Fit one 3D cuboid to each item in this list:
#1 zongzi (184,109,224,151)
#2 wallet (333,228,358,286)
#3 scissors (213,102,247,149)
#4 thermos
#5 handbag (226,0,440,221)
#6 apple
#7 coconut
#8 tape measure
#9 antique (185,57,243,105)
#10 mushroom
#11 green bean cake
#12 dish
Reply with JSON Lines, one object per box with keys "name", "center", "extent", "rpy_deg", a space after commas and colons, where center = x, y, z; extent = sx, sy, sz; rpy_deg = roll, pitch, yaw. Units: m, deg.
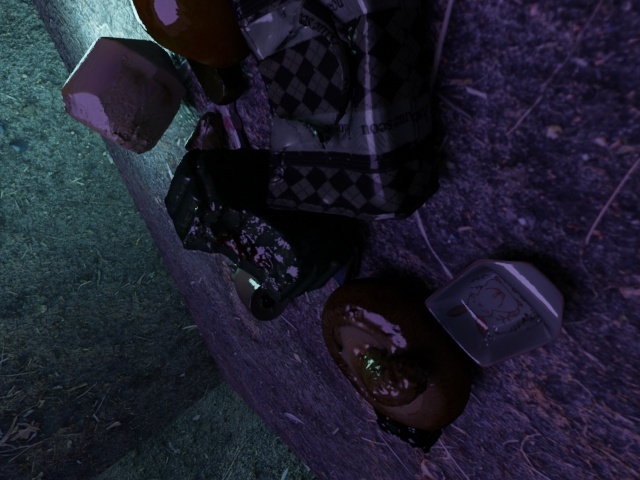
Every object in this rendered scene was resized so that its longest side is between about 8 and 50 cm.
{"name": "zongzi", "center": [-0.288, -0.276, 1.169], "extent": [0.178, 0.081, 0.189], "rpy_deg": [41, 139, -14]}
{"name": "wallet", "center": [0.000, 0.000, 0.973], "extent": [0.231, 0.069, 0.170], "rpy_deg": [45, 151, 27]}
{"name": "scissors", "center": [-0.236, -0.314, 1.067], "extent": [0.118, 0.030, 0.242], "rpy_deg": [8, 122, 53]}
{"name": "thermos", "center": [-0.226, 0.168, 1.422], "extent": [0.176, 0.146, 0.265], "rpy_deg": [46, 170, -35]}
{"name": "handbag", "center": [-0.001, -0.253, 0.610], "extent": [0.316, 0.180, 0.417], "rpy_deg": [11, 123, 42]}
{"name": "apple", "center": [-0.216, -0.456, 0.745], "extent": [0.246, 0.246, 0.226], "rpy_deg": [39, 116, 29]}
{"name": "coconut", "center": [-0.550, -0.434, 1.173], "extent": [0.297, 0.310, 0.297], "rpy_deg": [32, 179, 1]}
{"name": "tape measure", "center": [0.202, 0.429, 1.039], "extent": [0.199, 0.112, 0.186], "rpy_deg": [-2, 114, 56]}
{"name": "antique", "center": [-0.256, -0.426, 0.929], "extent": [0.081, 0.080, 0.221], "rpy_deg": [-16, 106, 46]}
{"name": "mushroom", "center": [0.153, 0.241, 0.851], "extent": [0.345, 0.238, 0.346], "rpy_deg": [170, 90, -68]}
{"name": "green bean cake", "center": [-0.120, -0.035, 0.812], "extent": [0.169, 0.300, 0.308], "rpy_deg": [-47, 63, 45]}
{"name": "dish", "center": [0.285, 0.103, 0.644], "extent": [0.154, 0.064, 0.234], "rpy_deg": [50, 151, 14]}
